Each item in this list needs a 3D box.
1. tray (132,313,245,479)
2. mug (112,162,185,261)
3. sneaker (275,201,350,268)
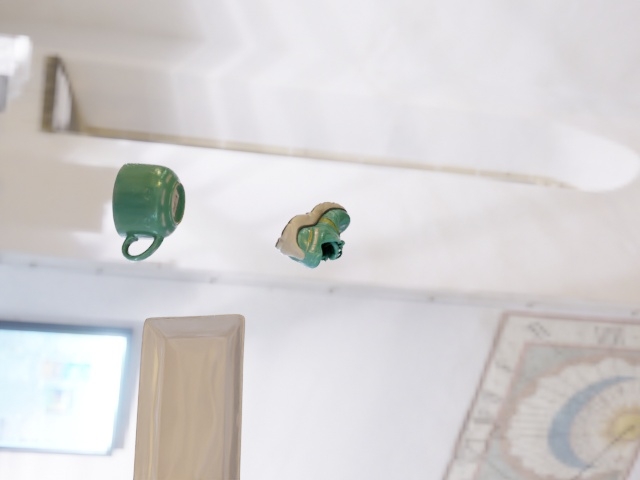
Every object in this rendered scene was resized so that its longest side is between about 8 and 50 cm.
[{"bbox_3d":[-0.171,0.232,1.618,0.030,0.145,0.270,60,29,-67],"label":"tray"},{"bbox_3d":[-0.287,-0.053,2.085,0.129,0.097,0.158,-58,150,-67],"label":"mug"},{"bbox_3d":[0.000,0.000,2.491,0.107,0.110,0.275,-57,169,25],"label":"sneaker"}]
